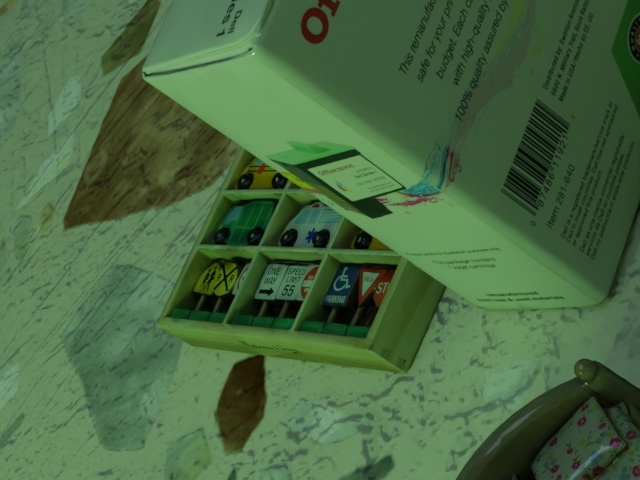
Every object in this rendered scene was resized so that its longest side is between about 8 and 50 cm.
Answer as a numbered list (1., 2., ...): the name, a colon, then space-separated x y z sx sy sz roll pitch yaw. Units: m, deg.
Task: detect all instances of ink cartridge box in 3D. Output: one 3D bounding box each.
1. ink cartridge box: 0.064 -0.112 1.089 0.117 0.278 0.201 -5 57 53

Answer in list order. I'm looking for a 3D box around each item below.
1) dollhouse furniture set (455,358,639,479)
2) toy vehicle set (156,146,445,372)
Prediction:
1. dollhouse furniture set: 0.091 0.191 0.874 0.355 0.174 0.303 -50 32 13
2. toy vehicle set: 0.000 0.000 1.315 0.267 0.035 0.166 1 63 55
